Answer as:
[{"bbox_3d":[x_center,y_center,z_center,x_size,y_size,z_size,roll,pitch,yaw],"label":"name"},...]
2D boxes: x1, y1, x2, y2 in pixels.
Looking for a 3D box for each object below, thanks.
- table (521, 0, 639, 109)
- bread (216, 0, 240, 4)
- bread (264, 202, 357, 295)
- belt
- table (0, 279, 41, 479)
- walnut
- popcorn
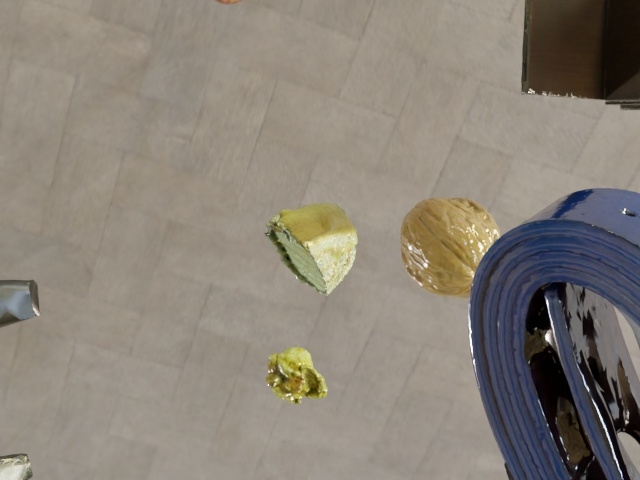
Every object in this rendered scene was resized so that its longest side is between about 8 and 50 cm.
[{"bbox_3d":[0.466,-0.286,1.396,0.282,0.251,0.196,-4,99,-43],"label":"table"},{"bbox_3d":[-0.131,-0.521,1.500,0.114,0.295,0.327,27,139,15],"label":"bread"},{"bbox_3d":[0.000,-0.004,1.393,0.110,0.103,0.156,-45,152,-13],"label":"bread"},{"bbox_3d":[0.249,0.130,0.749,0.212,0.117,0.347,-24,90,35],"label":"belt"},{"bbox_3d":[-0.259,0.023,0.378,0.249,0.317,0.317,-17,124,-23],"label":"table"},{"bbox_3d":[0.252,0.008,1.947,0.213,0.213,0.213,1,121,1],"label":"walnut"},{"bbox_3d":[-0.029,0.166,1.219,0.083,0.068,0.059,25,166,15],"label":"popcorn"}]
